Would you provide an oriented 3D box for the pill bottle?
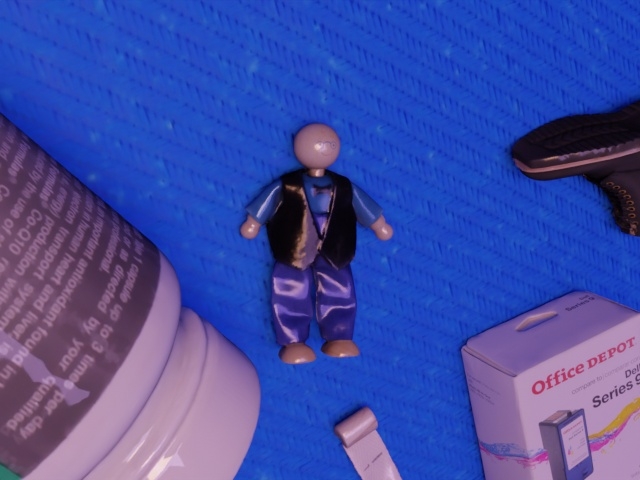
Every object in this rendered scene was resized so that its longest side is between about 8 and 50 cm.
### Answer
[{"bbox_3d":[-0.215,0.035,0.530,0.361,0.204,0.204,44,81,-27],"label":"pill bottle"}]

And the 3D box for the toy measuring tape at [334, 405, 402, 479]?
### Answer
[{"bbox_3d":[0.110,0.300,0.815,0.121,0.121,0.330,-32,115,-17],"label":"toy measuring tape"}]

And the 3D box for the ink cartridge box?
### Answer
[{"bbox_3d":[0.236,0.176,0.861,0.154,0.093,0.212,-21,109,-21],"label":"ink cartridge box"}]

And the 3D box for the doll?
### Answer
[{"bbox_3d":[0.000,0.000,0.723,0.129,0.046,0.188,-5,98,-17],"label":"doll"}]

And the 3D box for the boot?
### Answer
[{"bbox_3d":[0.274,-0.049,0.844,0.198,0.077,0.137,-13,123,-13],"label":"boot"}]
